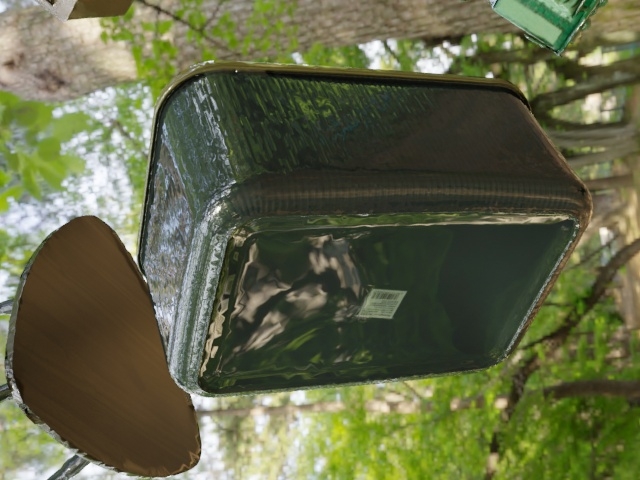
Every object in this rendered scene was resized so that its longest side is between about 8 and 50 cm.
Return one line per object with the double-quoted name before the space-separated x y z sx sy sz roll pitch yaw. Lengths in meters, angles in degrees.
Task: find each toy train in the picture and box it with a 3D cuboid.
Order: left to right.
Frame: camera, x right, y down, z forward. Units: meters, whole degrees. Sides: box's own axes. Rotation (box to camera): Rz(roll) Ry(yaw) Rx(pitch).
"toy train" 0.160 -0.249 0.704 0.115 0.154 0.269 -57 7 23

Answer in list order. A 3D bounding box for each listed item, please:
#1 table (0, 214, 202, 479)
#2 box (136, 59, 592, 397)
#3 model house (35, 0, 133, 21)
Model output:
"table" -0.330 0.151 0.912 0.317 0.249 0.317 58 -164 -27
"box" 0.019 0.000 0.400 0.090 0.200 0.145 -113 31 -44
"model house" -0.280 -0.383 0.888 0.248 0.181 0.176 41 -155 6
